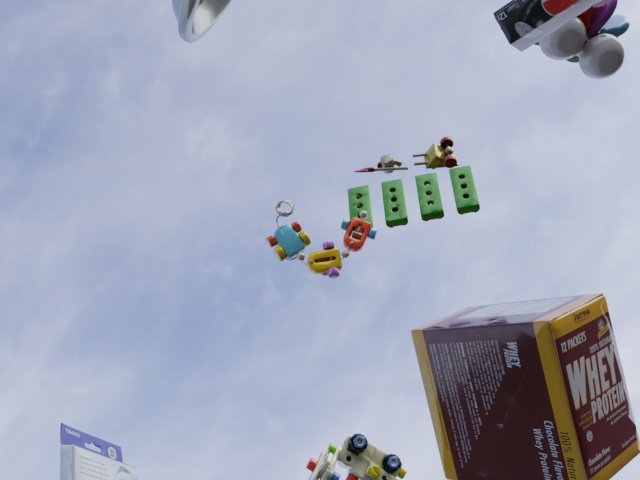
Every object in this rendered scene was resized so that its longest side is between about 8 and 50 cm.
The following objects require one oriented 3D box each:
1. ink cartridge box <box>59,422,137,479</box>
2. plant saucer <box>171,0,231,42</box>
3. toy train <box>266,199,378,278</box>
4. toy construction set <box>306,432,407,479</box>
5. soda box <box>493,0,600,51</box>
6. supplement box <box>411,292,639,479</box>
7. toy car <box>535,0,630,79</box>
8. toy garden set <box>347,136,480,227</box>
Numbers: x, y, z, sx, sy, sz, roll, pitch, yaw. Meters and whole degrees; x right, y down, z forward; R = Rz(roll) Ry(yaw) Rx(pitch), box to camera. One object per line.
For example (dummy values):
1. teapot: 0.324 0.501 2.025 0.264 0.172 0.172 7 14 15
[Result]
1. ink cartridge box: -0.471 0.517 1.582 0.045 0.224 0.223 -23 -35 13
2. plant saucer: -0.150 -0.518 1.195 0.100 0.400 0.400 32 -72 -8
3. toy train: 0.000 0.000 1.167 0.166 0.125 0.046 15 -27 8
4. toy construction set: 0.105 0.617 1.860 0.327 0.151 0.215 38 -118 -11
5. soda box: 0.321 -0.324 0.984 0.169 0.053 0.060 -32 -15 28
6. supplement box: 0.240 0.176 0.874 0.129 0.194 0.191 -14 -90 -43
7. toy car: 0.440 -0.366 1.244 0.182 0.159 0.136 21 -65 -15
8. toy garden set: 0.178 -0.105 1.461 0.244 0.204 0.049 -10 -42 9
